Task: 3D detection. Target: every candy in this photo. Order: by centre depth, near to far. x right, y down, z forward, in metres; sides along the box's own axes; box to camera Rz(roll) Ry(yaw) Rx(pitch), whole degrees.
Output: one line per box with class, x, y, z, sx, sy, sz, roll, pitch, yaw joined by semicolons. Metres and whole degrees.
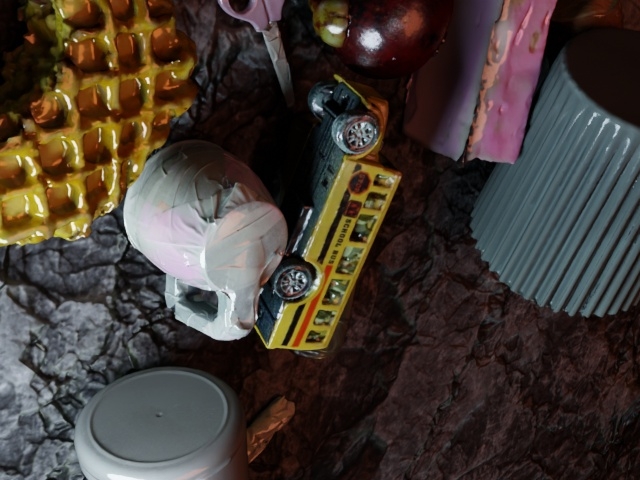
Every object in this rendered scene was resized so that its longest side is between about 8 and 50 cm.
candy;0.212;-0.243;1.343;0.116;0.155;0.265;-5;115;-34

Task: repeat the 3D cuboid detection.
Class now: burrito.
burrito;-0.105;0.304;1.442;0.185;0.041;0.045;-47;125;-14

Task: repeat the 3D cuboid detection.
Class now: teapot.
teapot;-0.139;0.006;1.158;0.163;0.178;0.221;20;99;-44

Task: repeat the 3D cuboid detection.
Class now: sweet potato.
sweet potato;0.421;-0.260;1.535;0.131;0.131;0.336;-43;141;-15

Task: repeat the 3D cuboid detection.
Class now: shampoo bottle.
shampoo bottle;0.000;0.000;1.341;0.126;0.084;0.350;-10;119;-31

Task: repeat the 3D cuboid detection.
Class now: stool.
stool;0.404;-0.104;1.412;0.297;0.297;0.330;-22;146;-31

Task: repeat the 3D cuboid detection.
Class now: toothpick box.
toothpick box;-0.184;0.338;1.277;0.229;0.229;0.316;-23;128;-30

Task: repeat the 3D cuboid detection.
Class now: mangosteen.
mangosteen;0.065;-0.292;1.195;0.200;0.200;0.199;-19;123;-32

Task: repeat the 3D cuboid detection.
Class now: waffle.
waffle;-0.282;-0.146;0.983;0.324;0.151;0.261;-52;132;-4

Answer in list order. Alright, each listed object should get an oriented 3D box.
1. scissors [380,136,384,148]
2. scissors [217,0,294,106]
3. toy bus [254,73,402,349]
scissors;0.057;-0.138;1.370;0.083;0.006;0.036;-8;119;-38
scissors;-0.059;-0.253;1.201;0.110;0.021;0.212;-33;129;-20
toy bus;0.005;-0.029;1.210;0.123;0.121;0.335;12;113;-28
